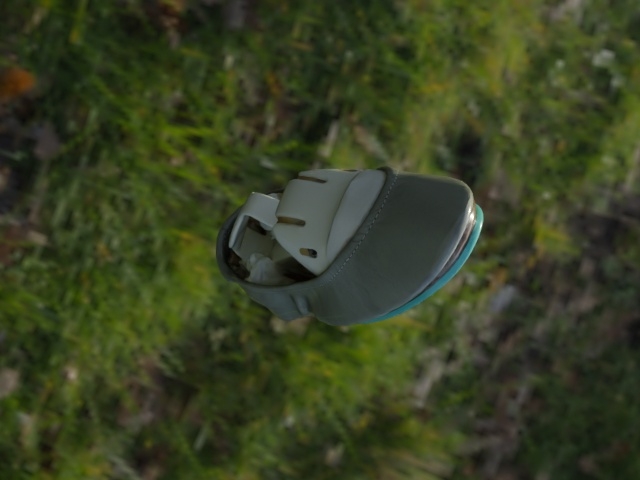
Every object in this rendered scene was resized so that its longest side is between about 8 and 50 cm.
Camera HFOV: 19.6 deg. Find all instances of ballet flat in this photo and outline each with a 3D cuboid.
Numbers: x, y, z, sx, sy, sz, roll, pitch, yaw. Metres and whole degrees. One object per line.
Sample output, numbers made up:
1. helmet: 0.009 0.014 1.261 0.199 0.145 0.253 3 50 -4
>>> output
1. ballet flat: 0.000 0.000 0.834 0.068 0.213 0.072 32 75 -14
